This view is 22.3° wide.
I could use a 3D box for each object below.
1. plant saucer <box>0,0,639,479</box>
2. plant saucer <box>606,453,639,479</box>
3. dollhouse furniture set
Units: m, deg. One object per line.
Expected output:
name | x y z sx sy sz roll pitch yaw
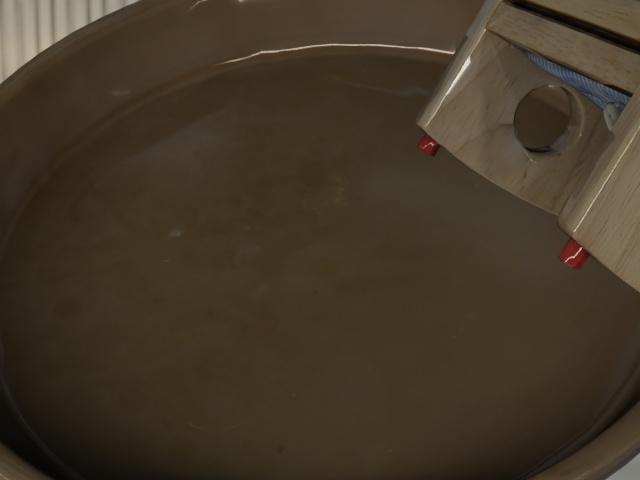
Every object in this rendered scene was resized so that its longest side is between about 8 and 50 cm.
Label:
plant saucer | 0.000 0.000 0.544 0.278 0.278 0.041 16 140 21
plant saucer | 0.204 0.049 1.115 0.400 0.100 0.400 -3 83 26
dollhouse furniture set | 0.145 -0.025 0.426 0.184 0.129 0.129 29 98 -18
